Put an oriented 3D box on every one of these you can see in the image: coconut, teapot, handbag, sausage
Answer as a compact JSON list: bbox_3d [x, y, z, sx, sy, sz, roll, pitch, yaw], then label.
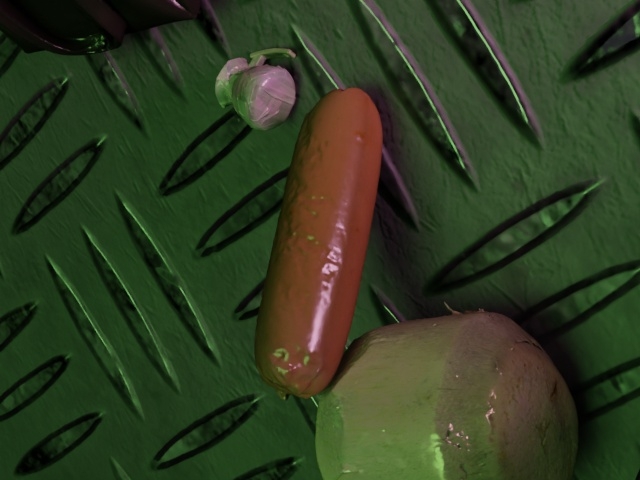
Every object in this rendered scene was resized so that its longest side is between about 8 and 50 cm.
[{"bbox_3d":[0.096,0.169,1.110,0.234,0.224,0.224,-1,105,40],"label":"coconut"},{"bbox_3d":[-0.060,-0.152,1.219,0.064,0.064,0.083,29,90,35],"label":"teapot"},{"bbox_3d":[-0.279,-0.282,1.221,0.285,0.257,0.113,-3,66,39],"label":"handbag"},{"bbox_3d":[0.000,0.001,1.121,0.086,0.086,0.289,-7,63,39],"label":"sausage"}]

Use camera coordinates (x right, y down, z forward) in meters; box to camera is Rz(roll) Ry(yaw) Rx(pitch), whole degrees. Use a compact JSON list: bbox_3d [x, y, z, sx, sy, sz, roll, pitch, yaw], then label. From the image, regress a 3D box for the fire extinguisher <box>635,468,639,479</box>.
[{"bbox_3d":[0.297,0.192,1.076,0.049,0.035,0.173,32,120,21],"label":"fire extinguisher"}]
